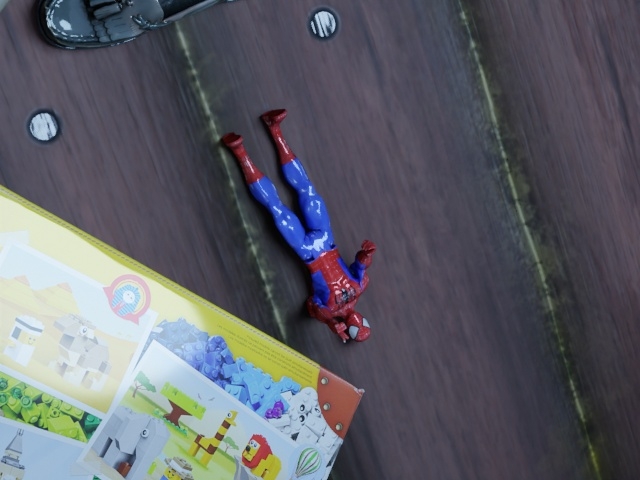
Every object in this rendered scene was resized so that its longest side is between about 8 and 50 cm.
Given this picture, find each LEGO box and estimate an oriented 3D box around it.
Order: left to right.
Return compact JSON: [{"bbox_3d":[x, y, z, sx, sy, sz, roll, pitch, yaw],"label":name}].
[{"bbox_3d":[-0.263,0.201,1.306,0.500,0.193,0.372,31,72,-22],"label":"LEGO box"}]

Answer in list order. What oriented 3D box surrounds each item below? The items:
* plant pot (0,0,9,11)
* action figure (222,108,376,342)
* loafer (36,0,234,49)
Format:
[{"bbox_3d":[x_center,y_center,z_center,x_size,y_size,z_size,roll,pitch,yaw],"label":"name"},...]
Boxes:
[{"bbox_3d":[-0.420,-0.230,1.152,0.334,0.334,0.305,50,47,-19],"label":"plant pot"},{"bbox_3d":[0.000,0.000,1.458,0.091,0.139,0.280,-32,109,-14],"label":"action figure"},{"bbox_3d":[-0.163,-0.268,1.384,0.267,0.084,0.096,-21,104,-18],"label":"loafer"}]
